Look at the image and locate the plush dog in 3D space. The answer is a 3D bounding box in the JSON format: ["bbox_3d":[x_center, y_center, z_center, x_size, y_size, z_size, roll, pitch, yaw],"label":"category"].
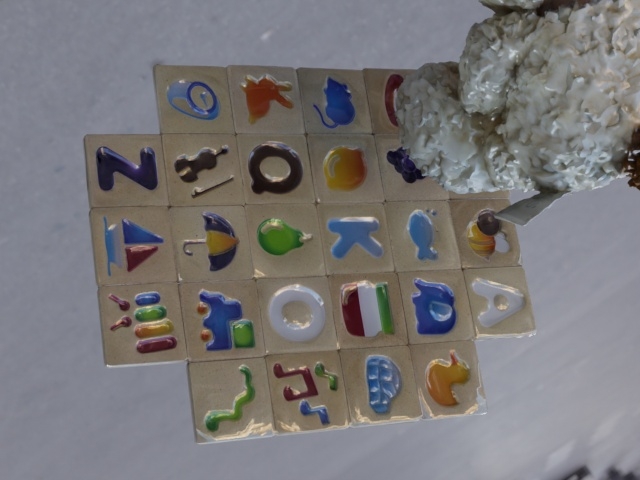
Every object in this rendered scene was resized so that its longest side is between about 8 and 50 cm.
[{"bbox_3d":[0.161,-0.153,0.739,0.263,0.225,0.210,-19,-165,4],"label":"plush dog"}]

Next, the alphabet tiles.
[{"bbox_3d":[0.000,0.000,0.865,0.343,0.285,0.011,-2,162,-23],"label":"alphabet tiles"}]
